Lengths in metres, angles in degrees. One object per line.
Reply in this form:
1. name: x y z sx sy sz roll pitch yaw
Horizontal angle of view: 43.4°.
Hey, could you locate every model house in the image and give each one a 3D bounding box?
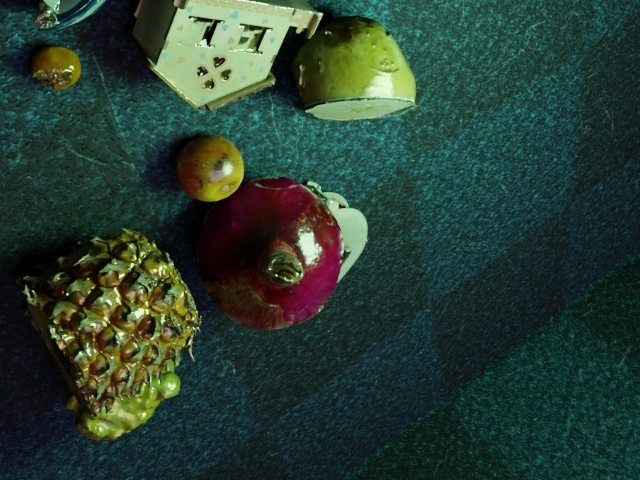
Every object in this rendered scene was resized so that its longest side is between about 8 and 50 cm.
1. model house: -0.195 -0.374 1.488 0.326 0.169 0.244 -4 134 -39

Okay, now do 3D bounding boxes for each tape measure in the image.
1. tape measure: 0.000 0.000 2.031 0.265 0.130 0.258 12 113 -48

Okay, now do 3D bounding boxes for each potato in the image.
1. potato: 0.078 -0.365 1.716 0.299 0.246 0.196 1 87 -73

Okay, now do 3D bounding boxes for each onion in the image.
1. onion: -0.101 0.036 1.747 0.347 0.385 0.348 -1 98 -11

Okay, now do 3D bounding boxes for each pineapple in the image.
1. pineapple: -0.411 0.152 1.607 0.300 0.352 0.352 -33 141 -18

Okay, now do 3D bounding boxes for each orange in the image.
1. orange: -0.452 -0.297 1.384 0.086 0.062 0.086 -27 138 -27

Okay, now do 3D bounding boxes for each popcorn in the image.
1. popcorn: -0.444 0.322 1.826 0.250 0.242 0.235 -27 125 -5

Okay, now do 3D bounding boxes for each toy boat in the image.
1. toy boat: -0.386 -0.436 1.214 0.220 0.067 0.291 -54 172 -9

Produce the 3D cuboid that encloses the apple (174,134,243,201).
1. apple: -0.228 -0.148 1.676 0.146 0.146 0.146 -25 138 -25
